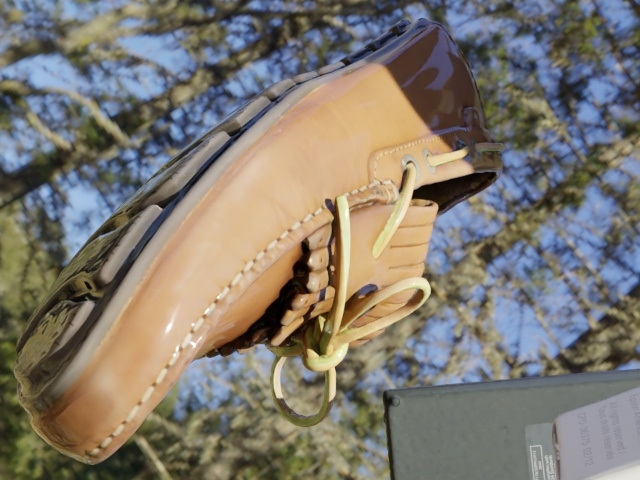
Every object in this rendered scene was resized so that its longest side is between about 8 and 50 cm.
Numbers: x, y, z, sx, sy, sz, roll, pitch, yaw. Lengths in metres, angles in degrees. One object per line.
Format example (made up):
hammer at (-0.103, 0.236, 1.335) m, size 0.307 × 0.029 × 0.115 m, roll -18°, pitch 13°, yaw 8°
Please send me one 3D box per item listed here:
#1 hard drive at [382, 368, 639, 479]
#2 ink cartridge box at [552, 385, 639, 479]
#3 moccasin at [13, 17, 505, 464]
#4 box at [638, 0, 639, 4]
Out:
hard drive at (0.100, 0.111, 0.527) m, size 0.022 × 0.135 × 0.094 m, roll 27°, pitch 58°, yaw -80°
ink cartridge box at (0.212, 0.102, 0.368) m, size 0.208 × 0.045 × 0.206 m, roll -22°, pitch -59°, yaw 21°
moccasin at (-0.002, 0.002, 0.570) m, size 0.139 × 0.380 × 0.147 m, roll -36°, pitch -88°, yaw 30°
box at (0.460, -0.288, 1.176) m, size 0.168 × 0.203 × 0.167 m, roll 39°, pitch 13°, yaw 17°
